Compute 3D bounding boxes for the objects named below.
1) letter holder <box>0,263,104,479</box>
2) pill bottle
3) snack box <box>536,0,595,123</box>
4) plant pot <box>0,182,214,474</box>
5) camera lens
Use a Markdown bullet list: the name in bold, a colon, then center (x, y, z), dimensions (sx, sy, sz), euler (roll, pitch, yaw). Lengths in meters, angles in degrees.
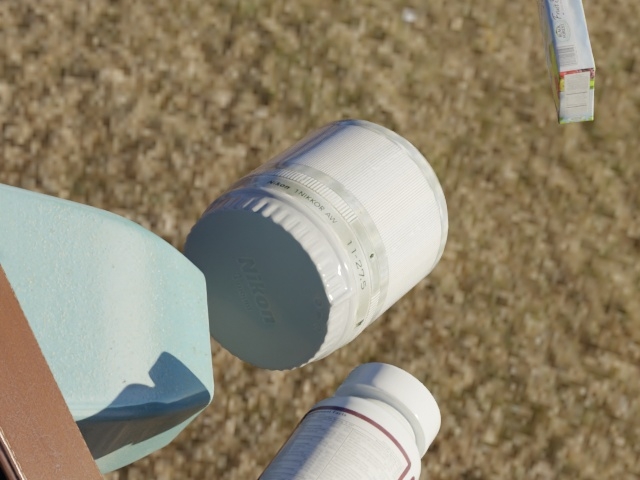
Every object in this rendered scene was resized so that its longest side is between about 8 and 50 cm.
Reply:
- **letter holder**: center (-0.246, 0.062, 0.887), dimensions (0.152, 0.302, 0.214), euler (-24, 9, -3)
- **pill bottle**: center (0.015, 0.217, 1.486), dimensions (0.121, 0.121, 0.221), euler (23, 47, 18)
- **snack box**: center (0.229, -0.194, 1.552), dimensions (0.037, 0.100, 0.141), euler (-8, 66, 4)
- **plant pot**: center (-0.250, 0.114, 1.682), dimensions (0.252, 0.247, 0.248), euler (7, 61, -25)
- **camera lens**: center (0.000, 0.000, 1.885), dimensions (0.219, 0.219, 0.274), euler (26, 37, 22)
